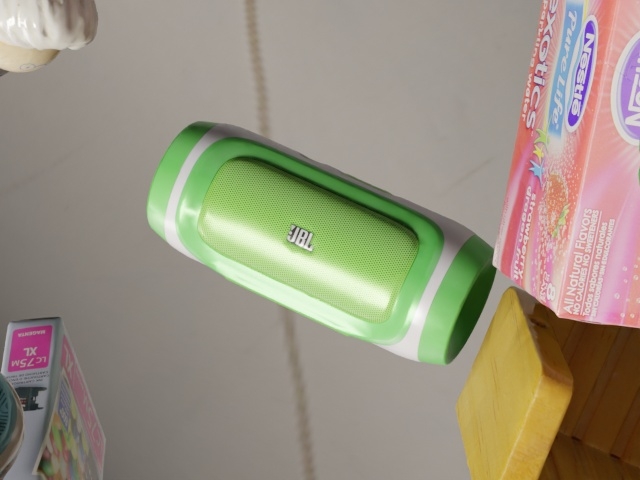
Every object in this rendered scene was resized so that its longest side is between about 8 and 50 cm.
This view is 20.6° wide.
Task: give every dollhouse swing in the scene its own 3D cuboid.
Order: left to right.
[{"bbox_3d":[0.334,0.105,1.382,0.346,0.315,0.305,25,105,-8],"label":"dollhouse swing"}]

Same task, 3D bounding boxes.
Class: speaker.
[{"bbox_3d":[0.000,0.000,1.542,0.296,0.131,0.131,24,82,16],"label":"speaker"}]

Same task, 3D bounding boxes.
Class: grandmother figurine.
[{"bbox_3d":[-0.291,-0.127,1.330,0.104,0.342,0.208,59,41,-11],"label":"grandmother figurine"}]

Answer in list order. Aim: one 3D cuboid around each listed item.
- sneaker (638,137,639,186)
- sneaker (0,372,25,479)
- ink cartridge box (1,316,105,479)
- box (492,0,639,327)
[{"bbox_3d":[0.240,-0.107,0.927,0.134,0.146,0.344,-5,83,-5],"label":"sneaker"},{"bbox_3d":[-0.279,0.175,0.821,0.319,0.208,0.127,-25,57,-17],"label":"sneaker"},{"bbox_3d":[-0.251,0.243,1.603,0.065,0.311,0.186,-6,132,7],"label":"ink cartridge box"},{"bbox_3d":[0.221,-0.100,1.122,0.142,0.154,0.300,8,101,-12],"label":"box"}]
